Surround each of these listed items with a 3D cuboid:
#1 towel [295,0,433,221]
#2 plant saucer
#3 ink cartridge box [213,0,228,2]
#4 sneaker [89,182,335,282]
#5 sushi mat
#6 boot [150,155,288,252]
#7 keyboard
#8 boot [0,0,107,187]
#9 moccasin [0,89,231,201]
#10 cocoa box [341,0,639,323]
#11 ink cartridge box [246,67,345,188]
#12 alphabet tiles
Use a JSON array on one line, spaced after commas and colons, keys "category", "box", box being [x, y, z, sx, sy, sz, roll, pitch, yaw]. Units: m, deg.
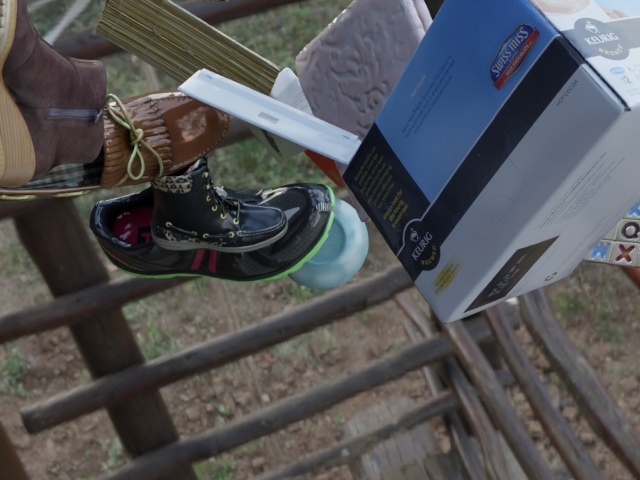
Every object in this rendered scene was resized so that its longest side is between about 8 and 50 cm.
[{"category": "towel", "box": [0.100, -0.220, 1.493, 0.053, 0.317, 0.332, -21, -5, -33]}, {"category": "plant saucer", "box": [0.000, 0.000, 1.914, 0.195, 0.037, 0.195, 0, 80, 2]}, {"category": "ink cartridge box", "box": [-0.288, -0.644, 2.047, 0.193, 0.088, 0.235, 2, 76, -9]}, {"category": "sneaker", "box": [-0.207, -0.024, 1.738, 0.482, 0.202, 0.185, -8, 67, 15]}, {"category": "sushi mat", "box": [-0.226, -0.323, 1.605, 0.316, 0.151, 0.019, 31, 46, -10]}, {"category": "boot", "box": [-0.173, -0.065, 1.575, 0.236, 0.179, 0.085, -3, 48, -3]}, {"category": "keyboard", "box": [-0.069, -0.172, 1.304, 0.256, 0.014, 0.072, 24, 42, 6]}, {"category": "boot", "box": [-0.295, -0.182, 0.972, 0.090, 0.248, 0.207, 15, 19, 18]}, {"category": "moccasin", "box": [-0.312, -0.140, 1.364, 0.380, 0.139, 0.147, -10, 11, -15]}, {"category": "cocoa box", "box": [0.224, -0.118, 1.025, 0.231, 0.347, 0.228, -16, 61, -36]}, {"category": "ink cartridge box", "box": [-0.029, -0.189, 1.831, 0.066, 0.261, 0.296, -44, 8, -12]}, {"category": "alphabet tiles", "box": [0.538, -0.043, 1.433, 0.237, 0.009, 0.198, 7, 67, 37]}]
